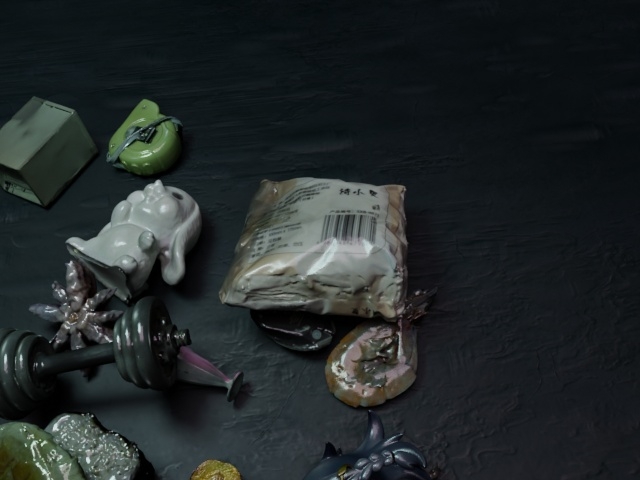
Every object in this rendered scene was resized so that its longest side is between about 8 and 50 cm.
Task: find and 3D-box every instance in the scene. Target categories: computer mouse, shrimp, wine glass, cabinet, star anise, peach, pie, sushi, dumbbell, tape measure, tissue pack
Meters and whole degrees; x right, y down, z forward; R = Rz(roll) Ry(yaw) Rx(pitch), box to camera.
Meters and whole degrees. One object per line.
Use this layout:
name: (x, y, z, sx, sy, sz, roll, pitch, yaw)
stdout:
computer mouse: (-0.062, 0.173, 1.386, 0.192, 0.062, 0.106, 23, 46, 12)
shrimp: (0.148, 0.213, 1.352, 0.317, 0.062, 0.164, -40, 67, -16)
wine glass: (-0.234, 0.262, 1.334, 0.155, 0.073, 0.073, 18, 59, 13)
cabinet: (-0.685, -0.214, 1.631, 0.145, 0.150, 0.206, 20, 60, 21)
star anise: (-0.497, 0.159, 1.376, 0.229, 0.093, 0.236, 5, 89, 9)
peach: (-0.192, 0.446, 1.213, 0.098, 0.061, 0.098, 2, 75, -9)
pie: (-0.518, 0.453, 1.138, 0.306, 0.071, 0.306, -2, 85, 27)
sushi: (-0.414, 0.412, 1.217, 0.212, 0.115, 0.147, 19, 56, 17)
dumbbell: (-0.441, 0.220, 1.241, 0.406, 0.179, 0.179, -12, 56, 2)
tape measure: (-0.434, -0.248, 1.665, 0.175, 0.106, 0.200, 23, 62, 22)
tissue pack: (0.000, 0.000, 1.404, 0.375, 0.195, 0.390, 3, 41, 8)

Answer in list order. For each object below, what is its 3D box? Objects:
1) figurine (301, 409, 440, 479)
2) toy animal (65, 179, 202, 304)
figurine: (0.080, 0.430, 1.152, 0.265, 0.197, 0.175, -44, 28, -20)
toy animal: (-0.378, 0.008, 1.456, 0.289, 0.174, 0.249, -34, 49, -16)
